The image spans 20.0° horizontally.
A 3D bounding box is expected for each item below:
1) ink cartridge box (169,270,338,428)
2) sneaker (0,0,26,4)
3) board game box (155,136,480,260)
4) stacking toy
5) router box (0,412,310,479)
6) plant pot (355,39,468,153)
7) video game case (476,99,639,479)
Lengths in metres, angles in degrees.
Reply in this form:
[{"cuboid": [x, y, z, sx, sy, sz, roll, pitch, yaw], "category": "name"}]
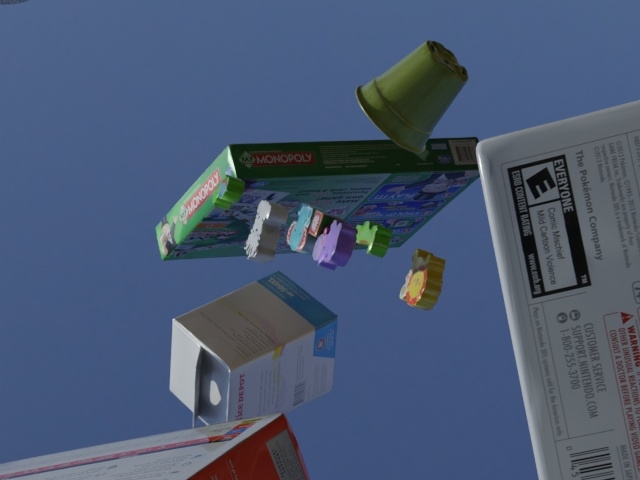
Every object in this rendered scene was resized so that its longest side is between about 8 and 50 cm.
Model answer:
[{"cuboid": [-0.068, 0.107, 1.646, 0.143, 0.092, 0.090, -23, -135, -33], "category": "ink cartridge box"}, {"cuboid": [-0.175, -0.196, 0.721, 0.217, 0.079, 0.121, 46, -163, -19], "category": "sneaker"}, {"cuboid": [0.000, -0.046, 2.036, 0.317, 0.213, 0.046, -3, -112, -30], "category": "board game box"}, {"cuboid": [0.000, 0.000, 1.618, 0.167, 0.052, 0.221, 18, -175, -18], "category": "stacking toy"}, {"cuboid": [-0.222, 0.243, 1.384, 0.301, 0.335, 0.082, -28, -78, -54], "category": "router box"}, {"cuboid": [0.088, -0.135, 1.614, 0.083, 0.079, 0.083, 36, -157, -18], "category": "plant pot"}, {"cuboid": [0.266, 0.063, 1.078, 0.036, 0.300, 0.329, 23, -125, -68], "category": "video game case"}]
